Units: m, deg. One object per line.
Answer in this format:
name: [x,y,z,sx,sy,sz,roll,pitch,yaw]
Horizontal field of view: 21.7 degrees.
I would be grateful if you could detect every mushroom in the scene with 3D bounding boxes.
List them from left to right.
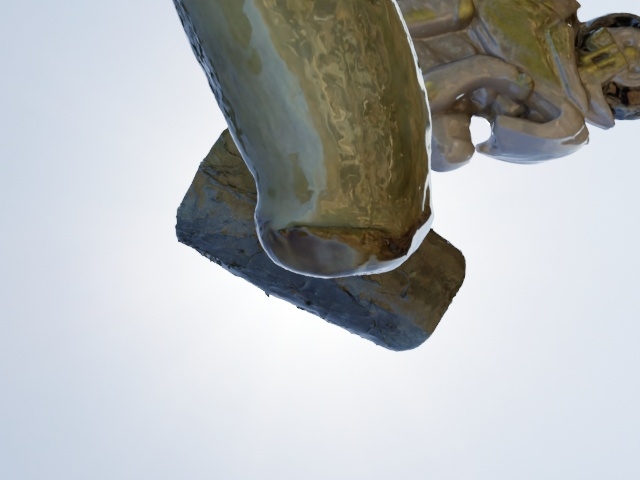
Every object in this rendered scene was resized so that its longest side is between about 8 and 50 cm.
mushroom: [-0.032,-0.135,0.652,0.107,0.087,0.333,-107,-5,-73]

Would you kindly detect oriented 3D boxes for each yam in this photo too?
yam: [0.000,0.000,1.093,0.183,0.107,0.107,31,-143,-2]

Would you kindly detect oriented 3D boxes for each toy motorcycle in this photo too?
toy motorcycle: [0.117,-0.166,1.375,0.341,0.108,0.223,34,-109,2]
